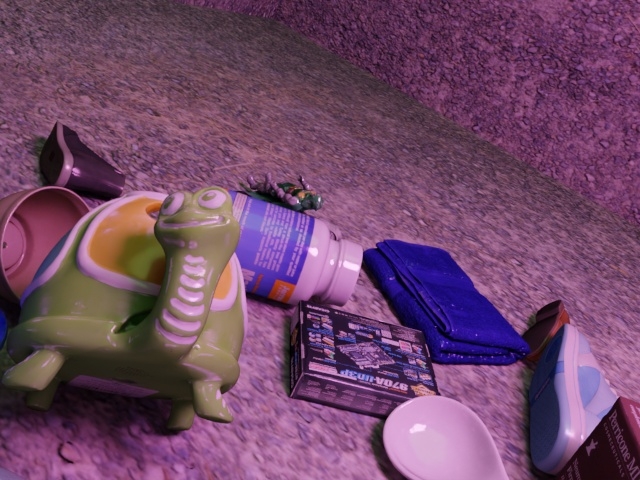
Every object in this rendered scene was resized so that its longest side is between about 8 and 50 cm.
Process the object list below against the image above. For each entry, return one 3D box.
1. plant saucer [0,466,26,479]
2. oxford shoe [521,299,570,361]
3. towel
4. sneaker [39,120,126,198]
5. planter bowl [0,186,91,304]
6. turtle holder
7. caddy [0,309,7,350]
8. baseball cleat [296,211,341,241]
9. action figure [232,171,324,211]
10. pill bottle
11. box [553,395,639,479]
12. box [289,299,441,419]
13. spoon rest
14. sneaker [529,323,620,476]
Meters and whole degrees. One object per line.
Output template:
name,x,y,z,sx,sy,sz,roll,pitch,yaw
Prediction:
plant saucer,-0.285,0.245,0.496,0.195,0.037,0.195,37,14,-11
oxford shoe,0.450,0.189,1.187,0.212,0.076,0.076,-28,87,-49
towel,0.236,0.106,1.162,0.228,0.076,0.308,6,31,-28
sneaker,-0.440,-0.140,1.123,0.118,0.083,0.222,21,19,-39
planter bowl,-0.393,0.009,0.808,0.109,0.162,0.162,2,20,22
turtle holder,-0.196,0.061,0.638,0.244,0.320,0.227,6,65,2
caddy,-0.480,0.081,0.556,0.342,0.179,0.241,-4,23,-12
baseball cleat,0.000,0.000,1.183,0.110,0.072,0.205,10,30,-22
action figure,-0.067,-0.098,1.253,0.137,0.063,0.232,-15,23,-34
pill bottle,-0.076,0.020,1.004,0.272,0.152,0.152,18,27,-8
box,0.397,0.337,0.727,0.167,0.203,0.168,22,26,0
box,0.065,0.183,0.921,0.220,0.051,0.175,16,28,-12
spoon rest,0.185,0.300,0.748,0.137,0.084,0.276,-21,47,-22
sneaker,0.451,0.277,0.968,0.208,0.127,0.319,24,37,7
